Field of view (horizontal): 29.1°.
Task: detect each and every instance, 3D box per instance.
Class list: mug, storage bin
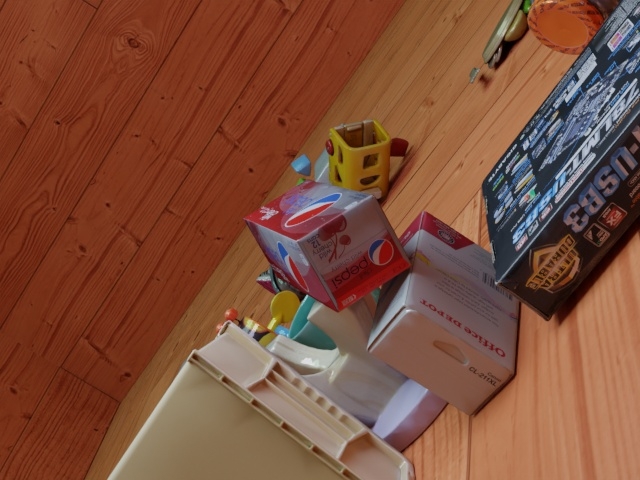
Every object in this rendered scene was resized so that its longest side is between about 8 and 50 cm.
[{"bbox_3d":[0.023,0.117,1.702,0.158,0.097,0.129,-55,10,19],"label":"mug"},{"bbox_3d":[-0.078,0.270,1.242,0.262,0.260,0.123,-55,-8,13],"label":"storage bin"}]

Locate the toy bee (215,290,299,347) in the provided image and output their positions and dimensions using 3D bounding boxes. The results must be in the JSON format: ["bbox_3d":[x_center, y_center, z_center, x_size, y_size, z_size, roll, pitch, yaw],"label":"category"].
[{"bbox_3d":[-0.090,0.159,1.971,0.195,0.162,0.298,-61,9,-30],"label":"toy bee"}]

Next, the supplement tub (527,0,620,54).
[{"bbox_3d":[0.329,-0.327,1.504,0.190,0.117,0.117,-62,10,-24],"label":"supplement tub"}]

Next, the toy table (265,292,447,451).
[{"bbox_3d":[0.037,0.134,1.375,0.274,0.160,0.252,-49,12,47],"label":"toy table"}]

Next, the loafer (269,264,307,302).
[{"bbox_3d":[-0.027,0.019,2.340,0.084,0.096,0.267,-46,12,29],"label":"loafer"}]

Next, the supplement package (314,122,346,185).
[{"bbox_3d":[0.057,-0.142,2.373,0.105,0.105,0.179,-56,9,14],"label":"supplement package"}]

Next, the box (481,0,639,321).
[{"bbox_3d":[0.272,-0.103,1.192,0.295,0.073,0.293,-54,10,19],"label":"box"}]

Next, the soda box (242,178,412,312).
[{"bbox_3d":[0.000,0.000,1.272,0.092,0.083,0.263,-32,12,-9],"label":"soda box"}]

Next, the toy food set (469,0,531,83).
[{"bbox_3d":[0.300,-0.332,1.966,0.192,0.038,0.132,-61,1,13],"label":"toy food set"}]

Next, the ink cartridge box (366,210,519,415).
[{"bbox_3d":[0.125,0.069,1.217,0.072,0.127,0.175,-51,11,32],"label":"ink cartridge box"}]

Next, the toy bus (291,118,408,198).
[{"bbox_3d":[0.071,-0.111,2.177,0.191,0.202,0.104,-48,41,13],"label":"toy bus"}]

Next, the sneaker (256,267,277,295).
[{"bbox_3d":[-0.075,0.064,2.535,0.075,0.063,0.170,-62,15,-23],"label":"sneaker"}]

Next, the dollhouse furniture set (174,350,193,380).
[{"bbox_3d":[-0.111,0.231,1.757,0.129,0.183,0.129,-51,11,37],"label":"dollhouse furniture set"}]
